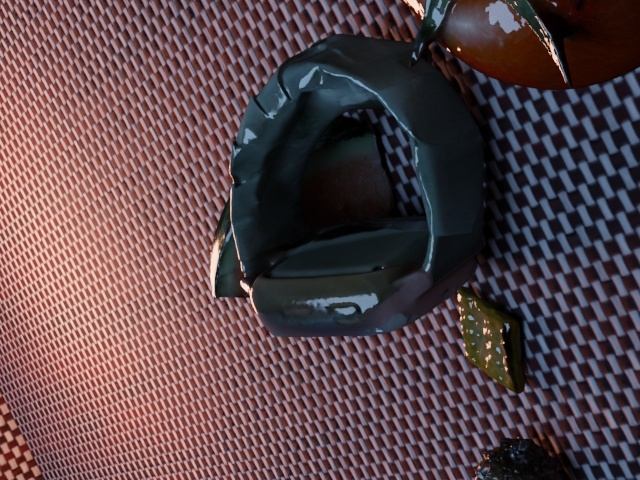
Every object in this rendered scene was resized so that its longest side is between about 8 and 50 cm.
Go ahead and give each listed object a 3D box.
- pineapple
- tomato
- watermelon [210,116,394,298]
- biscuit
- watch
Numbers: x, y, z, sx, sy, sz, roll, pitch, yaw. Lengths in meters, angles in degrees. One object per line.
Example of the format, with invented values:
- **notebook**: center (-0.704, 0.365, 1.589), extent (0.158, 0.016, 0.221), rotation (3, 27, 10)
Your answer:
- **pineapple**: center (0.175, 0.257, 1.726), extent (0.103, 0.083, 0.221), rotation (30, 142, 26)
- **tomato**: center (0.139, -0.221, 1.143), extent (0.256, 0.224, 0.256), rotation (39, 145, 35)
- **watermelon**: center (-0.015, -0.013, 1.756), extent (0.202, 0.207, 0.136), rotation (33, 172, 21)
- **biscuit**: center (0.155, 0.090, 1.677), extent (0.081, 0.018, 0.083), rotation (33, 142, 48)
- **watch**: center (0.024, -0.052, 1.604), extent (0.253, 0.162, 0.241), rotation (-4, 112, 39)
